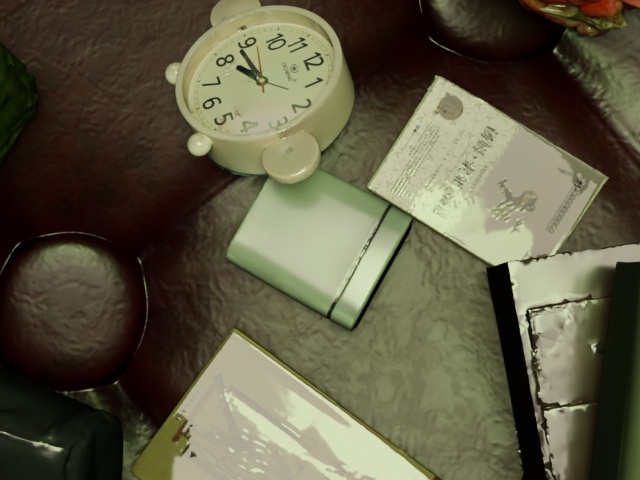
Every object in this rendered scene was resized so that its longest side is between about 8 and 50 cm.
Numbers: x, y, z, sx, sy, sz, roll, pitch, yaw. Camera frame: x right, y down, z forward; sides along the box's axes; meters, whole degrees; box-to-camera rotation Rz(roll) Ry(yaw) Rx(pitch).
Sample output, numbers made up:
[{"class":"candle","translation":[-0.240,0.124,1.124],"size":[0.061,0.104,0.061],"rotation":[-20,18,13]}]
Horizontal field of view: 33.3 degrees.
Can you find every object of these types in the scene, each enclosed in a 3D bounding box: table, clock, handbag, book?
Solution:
[{"class":"table","translation":[0.238,0.100,0.860],"size":[0.169,0.172,0.193],"rotation":[-9,86,2]},{"class":"clock","translation":[-0.050,-0.131,0.948],"size":[0.156,0.063,0.229],"rotation":[-24,54,2]},{"class":"handbag","translation":[-0.300,0.160,0.864],"size":[0.302,0.178,0.275],"rotation":[19,119,7]},{"class":"book","translation":[-0.032,0.208,0.941],"size":[0.231,0.026,0.161],"rotation":[36,85,7]},{"class":"book","translation":[0.149,-0.053,0.971],"size":[0.182,0.014,0.127],"rotation":[33,87,7]}]

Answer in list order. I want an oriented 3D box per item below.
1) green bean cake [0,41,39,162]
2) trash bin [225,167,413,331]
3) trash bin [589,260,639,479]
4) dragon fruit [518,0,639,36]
[{"class":"green bean cake","translation":[-0.374,-0.092,0.890],"size":[0.156,0.247,0.250],"rotation":[37,85,8]},{"class":"trash bin","translation":[0.000,0.000,0.951],"size":[0.130,0.059,0.116],"rotation":[29,83,8]},{"class":"trash bin","translation":[0.273,0.138,0.715],"size":[0.164,0.122,0.240],"rotation":[6,89,3]},{"class":"dragon fruit","translation":[0.212,-0.312,0.883],"size":[0.314,0.263,0.296],"rotation":[-11,50,-35]}]
